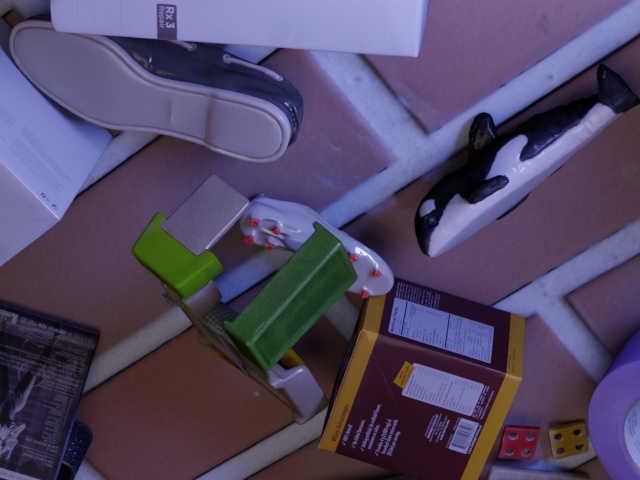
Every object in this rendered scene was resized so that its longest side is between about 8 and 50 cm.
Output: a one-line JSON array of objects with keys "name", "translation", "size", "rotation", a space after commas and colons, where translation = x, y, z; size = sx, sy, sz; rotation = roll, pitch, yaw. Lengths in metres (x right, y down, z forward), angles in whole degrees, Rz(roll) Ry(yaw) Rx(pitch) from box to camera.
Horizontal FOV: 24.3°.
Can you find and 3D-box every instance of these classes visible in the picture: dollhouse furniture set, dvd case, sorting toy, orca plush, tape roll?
[{"name": "dollhouse furniture set", "translation": [-0.065, 0.065, 1.719], "size": [0.197, 0.151, 0.301], "rotation": [37, 167, 25]}, {"name": "dvd case", "translation": [-0.391, 0.201, 1.890], "size": [0.165, 0.018, 0.221], "rotation": [17, 88, 0]}, {"name": "sorting toy", "translation": [0.269, 0.350, 1.886], "size": [0.132, 0.046, 0.274], "rotation": [7, 116, -11]}, {"name": "orca plush", "translation": [0.202, -0.105, 1.624], "size": [0.287, 0.151, 0.102], "rotation": [-43, 74, 31]}, {"name": "tape roll", "translation": [0.453, 0.219, 1.717], "size": [0.275, 0.090, 0.274], "rotation": [21, 135, 23]}]

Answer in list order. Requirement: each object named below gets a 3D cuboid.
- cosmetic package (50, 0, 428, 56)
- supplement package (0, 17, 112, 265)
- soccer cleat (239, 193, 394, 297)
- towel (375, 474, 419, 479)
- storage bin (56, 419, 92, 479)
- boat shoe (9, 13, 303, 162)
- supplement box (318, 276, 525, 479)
[{"name": "cosmetic package", "translation": [-0.076, -0.320, 1.510], "size": [0.385, 0.156, 0.217], "rotation": [4, 119, 9]}, {"name": "supplement package", "translation": [-0.374, -0.103, 1.665], "size": [0.149, 0.203, 0.194], "rotation": [-33, 109, 26]}, {"name": "soccer cleat", "translation": [0.000, 0.000, 1.732], "size": [0.196, 0.076, 0.068], "rotation": [25, 127, -2]}, {"name": "towel", "translation": [0.096, 0.449, 1.997], "size": [0.324, 0.056, 0.312], "rotation": [-13, 117, 16]}, {"name": "storage bin", "translation": [-0.398, 0.309, 1.985], "size": [0.122, 0.084, 0.180], "rotation": [30, 122, -8]}, {"name": "boat shoe", "translation": [-0.179, -0.178, 1.664], "size": [0.335, 0.095, 0.112], "rotation": [20, 125, 4]}, {"name": "supplement box", "translation": [0.122, 0.171, 1.783], "size": [0.194, 0.129, 0.191], "rotation": [18, 122, -1]}]
